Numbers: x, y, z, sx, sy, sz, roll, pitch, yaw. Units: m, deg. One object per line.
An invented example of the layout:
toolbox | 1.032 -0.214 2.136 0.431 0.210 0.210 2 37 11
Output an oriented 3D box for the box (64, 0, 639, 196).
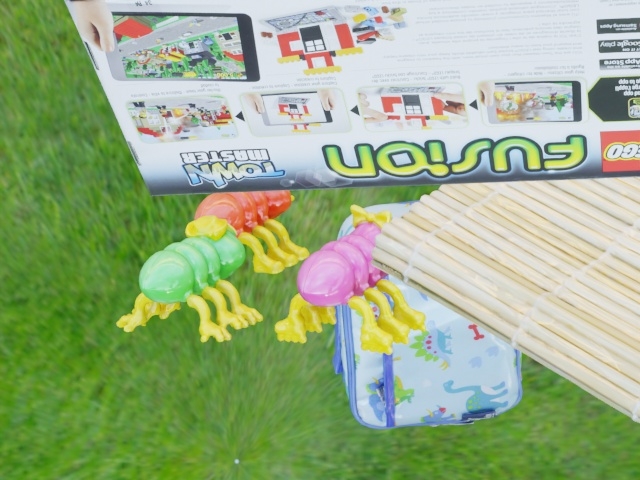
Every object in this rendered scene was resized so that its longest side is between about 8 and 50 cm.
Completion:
box | 0.025 -0.066 0.579 0.207 0.114 0.036 -2 55 11

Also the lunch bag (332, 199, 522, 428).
lunch bag | 0.098 0.072 1.516 0.176 0.090 0.219 -4 121 -3

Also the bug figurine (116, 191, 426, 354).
bug figurine | 0.000 0.000 1.049 0.279 0.216 0.072 3 112 32

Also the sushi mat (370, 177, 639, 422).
sushi mat | 0.180 0.025 0.669 0.151 0.019 0.316 -40 47 -23
